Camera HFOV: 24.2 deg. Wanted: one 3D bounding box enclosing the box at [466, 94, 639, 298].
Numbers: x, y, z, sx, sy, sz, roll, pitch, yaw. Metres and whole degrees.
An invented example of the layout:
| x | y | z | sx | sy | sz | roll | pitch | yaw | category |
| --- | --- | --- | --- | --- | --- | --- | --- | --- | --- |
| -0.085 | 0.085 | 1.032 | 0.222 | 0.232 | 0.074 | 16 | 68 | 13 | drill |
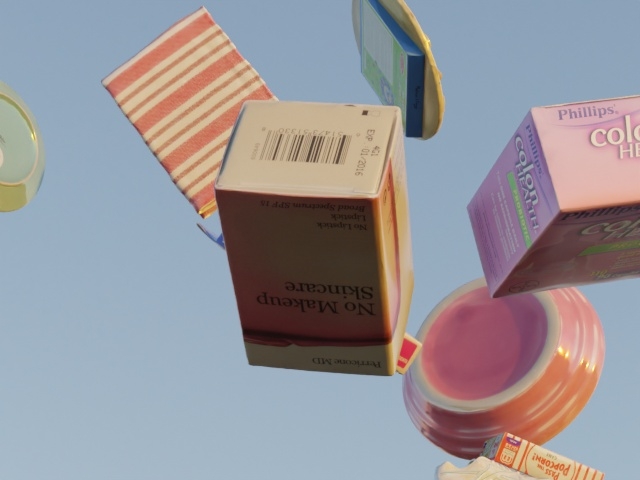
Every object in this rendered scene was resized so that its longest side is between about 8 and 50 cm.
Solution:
| x | y | z | sx | sy | sz | roll | pitch | yaw | category |
| --- | --- | --- | --- | --- | --- | --- | --- | --- | --- |
| 0.297 | -0.046 | 1.578 | 0.213 | 0.117 | 0.243 | -7 | -22 | -14 | box |

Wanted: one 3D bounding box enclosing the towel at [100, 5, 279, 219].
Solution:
| x | y | z | sx | sy | sz | roll | pitch | yaw | category |
| --- | --- | --- | --- | --- | --- | --- | --- | --- | --- |
| -0.127 | -0.139 | 1.614 | 0.144 | 0.197 | 0.029 | -36 | -10 | -6 | towel |

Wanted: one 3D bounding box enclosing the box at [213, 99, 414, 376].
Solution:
| x | y | z | sx | sy | sz | roll | pitch | yaw | category |
| --- | --- | --- | --- | --- | --- | --- | --- | --- | --- |
| 0.000 | 0.000 | 1.368 | 0.148 | 0.127 | 0.232 | 3 | -46 | 12 | box |

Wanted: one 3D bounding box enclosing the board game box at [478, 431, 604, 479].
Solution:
| x | y | z | sx | sy | sz | roll | pitch | yaw | category |
| --- | --- | --- | --- | --- | --- | --- | --- | --- | --- |
| 0.303 | 0.320 | 2.090 | 0.147 | 0.045 | 0.193 | 23 | -11 | 3 | board game box |

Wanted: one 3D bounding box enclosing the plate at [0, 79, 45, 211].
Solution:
| x | y | z | sx | sy | sz | roll | pitch | yaw | category |
| --- | --- | --- | --- | --- | --- | --- | --- | --- | --- |
| -0.417 | -0.130 | 1.928 | 0.024 | 0.188 | 0.188 | -16 | -34 | 32 | plate |

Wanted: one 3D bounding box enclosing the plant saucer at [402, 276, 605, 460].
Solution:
| x | y | z | sx | sy | sz | roll | pitch | yaw | category |
| --- | --- | --- | --- | --- | --- | --- | --- | --- | --- |
| 0.267 | 0.176 | 2.296 | 0.332 | 0.332 | 0.084 | -21 | -45 | 21 | plant saucer |

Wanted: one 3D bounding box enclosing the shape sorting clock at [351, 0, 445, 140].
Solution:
| x | y | z | sx | sy | sz | roll | pitch | yaw | category |
| --- | --- | --- | --- | --- | --- | --- | --- | --- | --- |
| 0.093 | -0.218 | 1.801 | 0.040 | 0.206 | 0.206 | -21 | -31 | -14 | shape sorting clock |

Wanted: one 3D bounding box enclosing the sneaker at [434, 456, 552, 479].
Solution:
| x | y | z | sx | sy | sz | roll | pitch | yaw | category |
| --- | --- | --- | --- | --- | --- | --- | --- | --- | --- |
| 0.200 | 0.276 | 1.713 | 0.152 | 0.061 | 0.054 | 2 | -34 | -20 | sneaker |

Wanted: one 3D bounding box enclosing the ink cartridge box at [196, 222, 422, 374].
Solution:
| x | y | z | sx | sy | sz | roll | pitch | yaw | category |
| --- | --- | --- | --- | --- | --- | --- | --- | --- | --- |
| -0.019 | 0.061 | 2.051 | 0.065 | 0.311 | 0.186 | -57 | -39 | 1 | ink cartridge box |
